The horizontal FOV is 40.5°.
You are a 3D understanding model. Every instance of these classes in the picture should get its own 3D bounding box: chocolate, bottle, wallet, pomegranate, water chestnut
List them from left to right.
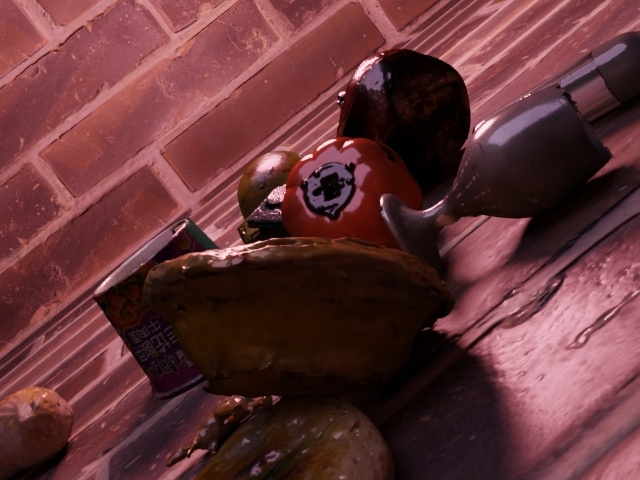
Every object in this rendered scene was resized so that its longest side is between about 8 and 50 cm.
[{"bbox_3d":[-0.527,0.339,1.494,0.309,0.134,0.134,-33,13,37],"label":"chocolate"},{"bbox_3d":[-0.059,-0.055,1.358,0.088,0.026,0.129,-49,27,-24],"label":"wallet"},{"bbox_3d":[-0.066,-0.092,1.664,0.190,0.159,0.240,-45,18,-21],"label":"pomegranate"},{"bbox_3d":[0.123,-0.193,1.356,0.223,0.224,0.238,-41,46,-14],"label":"water chestnut"},{"bbox_3d":[0.318,-0.175,1.112,0.253,0.080,0.096,-32,-24,30],"label":"bottle"}]

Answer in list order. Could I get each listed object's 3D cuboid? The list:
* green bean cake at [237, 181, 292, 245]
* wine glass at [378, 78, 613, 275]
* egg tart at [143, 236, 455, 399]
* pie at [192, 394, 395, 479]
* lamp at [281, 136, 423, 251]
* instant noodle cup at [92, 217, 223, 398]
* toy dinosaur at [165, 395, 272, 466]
[{"bbox_3d":[-0.041,-0.033,1.487,0.200,0.113,0.214,-39,15,2],"label":"green bean cake"},{"bbox_3d":[0.191,-0.066,0.964,0.241,0.126,0.126,-36,13,21],"label":"wine glass"},{"bbox_3d":[-0.024,0.087,0.830,0.315,0.314,0.120,-22,60,49],"label":"egg tart"},{"bbox_3d":[-0.069,0.242,0.709,0.337,0.075,0.337,-35,11,8],"label":"pie"},{"bbox_3d":[0.046,-0.040,1.157,0.187,0.164,0.188,-12,66,28],"label":"lamp"},{"bbox_3d":[-0.223,0.094,1.366,0.251,0.190,0.251,-36,13,10],"label":"instant noodle cup"},{"bbox_3d":[-0.110,0.202,1.038,0.126,0.039,0.162,-31,13,32],"label":"toy dinosaur"}]
